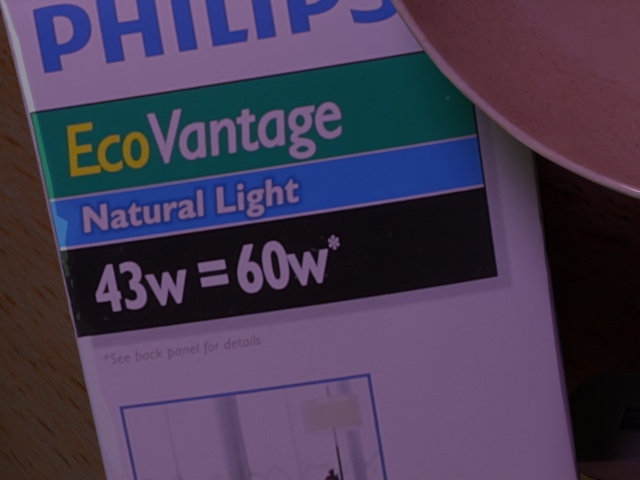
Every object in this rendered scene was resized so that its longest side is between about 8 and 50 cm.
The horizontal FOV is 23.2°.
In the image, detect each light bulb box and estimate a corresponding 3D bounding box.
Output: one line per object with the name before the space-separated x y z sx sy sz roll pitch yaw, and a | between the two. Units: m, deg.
light bulb box | 0.000 0.000 0.858 0.358 0.225 0.361 -88 -11 -75

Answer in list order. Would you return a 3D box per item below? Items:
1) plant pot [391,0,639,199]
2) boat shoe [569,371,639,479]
plant pot | 0.172 -0.176 0.572 0.284 0.191 0.284 14 123 22
boat shoe | 0.216 0.114 0.837 0.079 0.081 0.227 -66 20 -11
